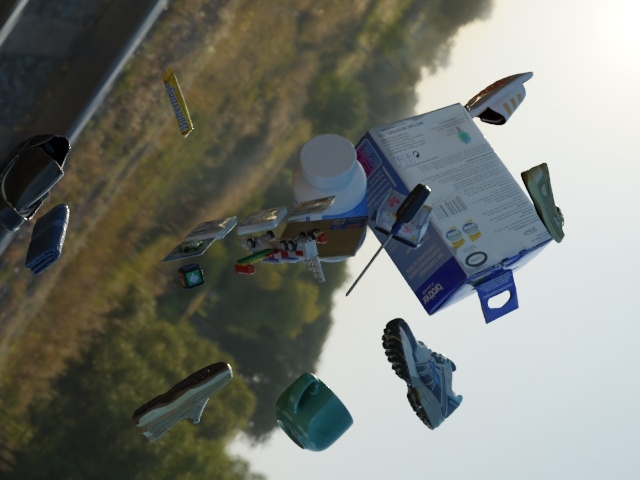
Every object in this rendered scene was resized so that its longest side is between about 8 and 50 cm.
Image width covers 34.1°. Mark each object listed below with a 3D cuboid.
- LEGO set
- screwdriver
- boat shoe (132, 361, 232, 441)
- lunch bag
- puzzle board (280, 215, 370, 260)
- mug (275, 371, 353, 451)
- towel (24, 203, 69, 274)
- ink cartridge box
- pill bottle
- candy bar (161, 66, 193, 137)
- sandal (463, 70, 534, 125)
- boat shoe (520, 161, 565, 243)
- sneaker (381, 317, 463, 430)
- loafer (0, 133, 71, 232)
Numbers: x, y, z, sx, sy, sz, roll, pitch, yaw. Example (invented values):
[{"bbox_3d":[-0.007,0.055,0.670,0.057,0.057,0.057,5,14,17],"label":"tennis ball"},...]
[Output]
[{"bbox_3d":[-0.078,0.012,1.194,0.182,0.060,0.244,-11,-167,11],"label":"LEGO set"},{"bbox_3d":[0.081,0.004,1.257,0.170,0.025,0.024,-60,170,15],"label":"screwdriver"},{"bbox_3d":[-0.226,0.280,1.792,0.190,0.072,0.068,-30,-169,5],"label":"boat shoe"},{"bbox_3d":[0.116,-0.024,1.478,0.053,0.071,0.083,-59,170,-23],"label":"lunch bag"},{"bbox_3d":[0.000,0.000,1.469,0.128,0.011,0.096,-5,-148,21],"label":"puzzle board"},{"bbox_3d":[-0.026,0.305,1.872,0.097,0.158,0.129,-42,-160,-17],"label":"mug"},{"bbox_3d":[-0.417,-0.003,1.607,0.067,0.029,0.119,-32,-147,20],"label":"towel"},{"bbox_3d":[0.249,-0.041,1.950,0.270,0.396,0.151,-21,160,-38],"label":"ink cartridge box"},{"bbox_3d":[0.016,-0.072,1.731,0.124,0.124,0.221,-56,161,-28],"label":"pill bottle"},{"bbox_3d":[-0.305,-0.292,2.228,0.018,0.162,0.040,2,152,-48],"label":"candy bar"},{"bbox_3d":[0.346,-0.265,2.187,0.265,0.076,0.102,-36,-166,-16],"label":"sandal"},{"bbox_3d":[0.387,-0.062,1.764,0.048,0.153,0.056,-28,-156,7],"label":"boat shoe"},{"bbox_3d":[0.233,0.281,2.350,0.122,0.283,0.110,-31,-157,-17],"label":"sneaker"},{"bbox_3d":[-0.404,-0.094,1.450,0.078,0.080,0.220,-28,-151,19],"label":"loafer"}]
